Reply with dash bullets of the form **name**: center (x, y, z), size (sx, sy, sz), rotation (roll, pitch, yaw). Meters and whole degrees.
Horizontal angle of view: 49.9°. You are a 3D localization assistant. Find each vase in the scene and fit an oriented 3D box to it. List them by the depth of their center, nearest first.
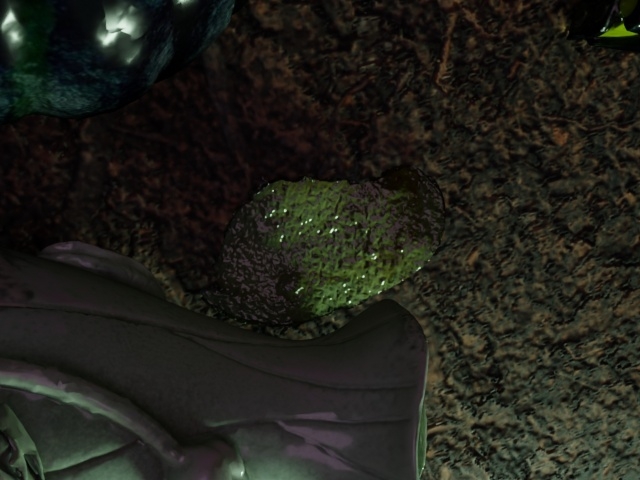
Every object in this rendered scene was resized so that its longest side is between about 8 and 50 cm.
- **vase**: center (-0.150, 0.119, 0.445), size (0.446, 0.250, 0.249), rotation (5, 99, -13)

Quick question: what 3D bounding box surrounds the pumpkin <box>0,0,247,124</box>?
- **pumpkin**: center (-0.173, -0.243, 0.348), size (0.364, 0.266, 0.363), rotation (0, 91, -24)

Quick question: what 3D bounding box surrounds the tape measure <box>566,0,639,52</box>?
- **tape measure**: center (0.306, -0.220, 0.527), size (0.199, 0.112, 0.186), rotation (14, 96, -13)

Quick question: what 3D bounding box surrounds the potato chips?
- **potato chips**: center (0.000, 0.000, 0.556), size (0.209, 0.026, 0.142), rotation (-40, 107, 1)
